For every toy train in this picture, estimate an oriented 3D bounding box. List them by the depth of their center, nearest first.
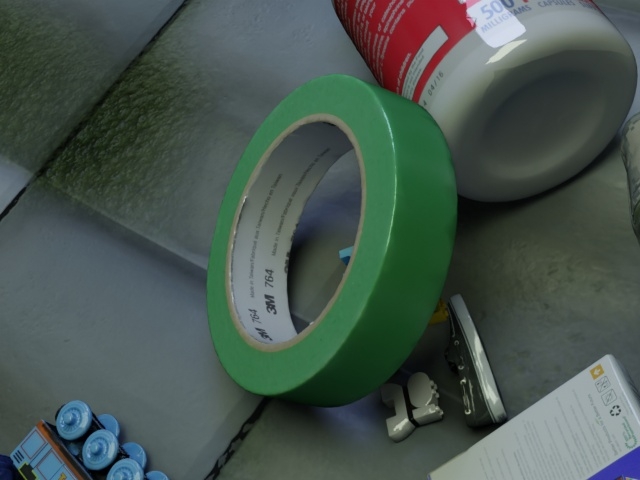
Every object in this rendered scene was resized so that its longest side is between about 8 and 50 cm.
[{"bbox_3d":[-0.231,0.244,1.127,0.105,0.080,0.184,-49,55,-3],"label":"toy train"}]

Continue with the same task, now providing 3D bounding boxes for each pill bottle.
[{"bbox_3d":[0.147,-0.253,1.210,0.229,0.229,0.408,-29,52,2],"label":"pill bottle"}]

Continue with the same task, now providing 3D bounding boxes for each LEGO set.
[{"bbox_3d":[0.084,0.071,1.100,0.093,0.087,0.227,-21,53,16],"label":"LEGO set"}]

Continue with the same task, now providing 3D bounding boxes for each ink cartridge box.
[{"bbox_3d":[0.204,0.229,0.933,0.208,0.045,0.206,-38,36,19],"label":"ink cartridge box"}]

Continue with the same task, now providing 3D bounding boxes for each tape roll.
[{"bbox_3d":[0.000,0.000,1.087,0.321,0.077,0.321,-28,54,48],"label":"tape roll"}]

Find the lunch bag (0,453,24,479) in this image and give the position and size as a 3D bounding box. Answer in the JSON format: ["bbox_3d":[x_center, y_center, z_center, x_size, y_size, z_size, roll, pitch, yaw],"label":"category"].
[{"bbox_3d":[-0.348,0.257,1.154,0.067,0.098,0.065,-25,70,3],"label":"lunch bag"}]

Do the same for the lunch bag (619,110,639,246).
[{"bbox_3d":[0.372,0.055,0.864,0.212,0.305,0.256,-11,50,18],"label":"lunch bag"}]

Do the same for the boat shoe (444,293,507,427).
[{"bbox_3d":[0.142,0.116,1.075,0.040,0.049,0.142,-21,54,9],"label":"boat shoe"}]
